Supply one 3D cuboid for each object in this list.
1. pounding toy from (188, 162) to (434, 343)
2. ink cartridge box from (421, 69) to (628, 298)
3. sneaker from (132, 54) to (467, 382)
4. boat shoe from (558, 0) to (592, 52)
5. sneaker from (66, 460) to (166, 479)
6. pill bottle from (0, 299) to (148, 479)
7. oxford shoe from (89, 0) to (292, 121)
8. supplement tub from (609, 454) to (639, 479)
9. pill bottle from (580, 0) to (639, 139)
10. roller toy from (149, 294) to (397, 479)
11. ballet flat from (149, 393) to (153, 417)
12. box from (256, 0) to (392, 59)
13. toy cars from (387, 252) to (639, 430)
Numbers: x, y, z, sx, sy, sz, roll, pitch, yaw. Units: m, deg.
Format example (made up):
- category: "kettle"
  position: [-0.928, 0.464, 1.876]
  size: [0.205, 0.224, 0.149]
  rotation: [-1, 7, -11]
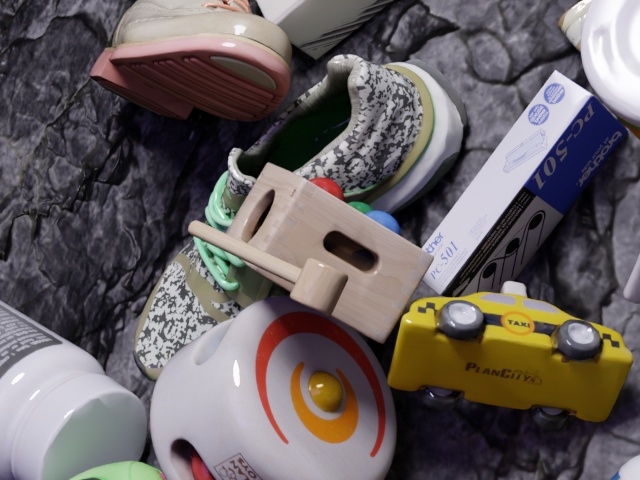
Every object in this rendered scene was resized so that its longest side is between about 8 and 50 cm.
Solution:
- category: "pounding toy"
  position: [-0.006, -0.004, 0.942]
  size: [0.094, 0.181, 0.206]
  rotation: [-59, 19, 0]
- category: "ink cartridge box"
  position: [0.171, -0.036, 1.035]
  size: [0.046, 0.097, 0.207]
  rotation: [41, 99, 34]
- category: "sneaker"
  position: [-0.060, -0.031, 1.126]
  size: [0.410, 0.182, 0.158]
  rotation: [-47, 57, 11]
- category: "boat shoe"
  position: [0.276, -0.211, 1.054]
  size: [0.135, 0.050, 0.045]
  rotation: [-35, 73, 21]
- category: "sneaker"
  position: [-0.191, 0.442, 1.049]
  size: [0.202, 0.185, 0.482]
  rotation: [-11, 63, 6]
- category: "pill bottle"
  position: [-0.324, 0.161, 1.249]
  size: [0.283, 0.161, 0.161]
  rotation: [24, 90, 35]
- category: "oxford shoe"
  position: [-0.123, -0.205, 1.167]
  size: [0.397, 0.140, 0.146]
  rotation: [15, 80, 62]
- category: "supplement tub"
  position: [0.244, 0.249, 0.877]
  size: [0.199, 0.144, 0.144]
  rotation: [-50, 57, 10]
- category: "pill bottle"
  position: [0.296, -0.112, 0.888]
  size: [0.136, 0.246, 0.136]
  rotation: [-9, 72, 30]
- category: "roller toy"
  position: [-0.035, 0.153, 1.036]
  size: [0.146, 0.191, 0.209]
  rotation: [-33, 53, 40]
- category: "ballet flat"
  position: [-0.133, 0.196, 1.199]
  size: [0.114, 0.041, 0.041]
  rotation: [42, 100, 34]
- category: "box"
  position: [0.058, -0.312, 1.189]
  size: [0.275, 0.094, 0.113]
  rotation: [-34, 60, 20]
- category: "toy cars"
  position: [0.239, 0.046, 0.945]
  size: [0.394, 0.176, 0.087]
  rotation: [-23, 35, 25]
